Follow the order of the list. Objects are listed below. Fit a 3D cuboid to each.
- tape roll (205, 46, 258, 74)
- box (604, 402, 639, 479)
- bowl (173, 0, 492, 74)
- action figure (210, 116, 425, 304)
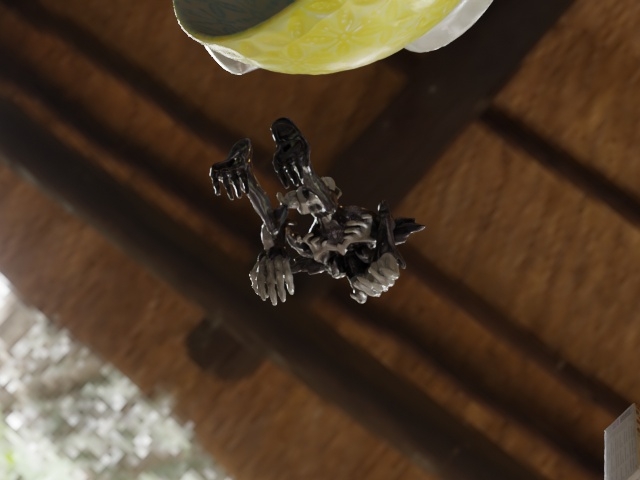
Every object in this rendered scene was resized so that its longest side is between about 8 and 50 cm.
[{"bbox_3d":[-0.041,-0.295,1.731,0.246,0.169,0.246,57,-20,34],"label":"tape roll"},{"bbox_3d":[0.425,0.300,2.500,0.063,0.067,0.324,43,12,-1],"label":"box"},{"bbox_3d":[0.044,-0.223,1.330,0.156,0.289,0.289,35,-17,-30],"label":"bowl"},{"bbox_3d":[0.000,0.000,1.871,0.164,0.141,0.275,-15,-37,25],"label":"action figure"}]
